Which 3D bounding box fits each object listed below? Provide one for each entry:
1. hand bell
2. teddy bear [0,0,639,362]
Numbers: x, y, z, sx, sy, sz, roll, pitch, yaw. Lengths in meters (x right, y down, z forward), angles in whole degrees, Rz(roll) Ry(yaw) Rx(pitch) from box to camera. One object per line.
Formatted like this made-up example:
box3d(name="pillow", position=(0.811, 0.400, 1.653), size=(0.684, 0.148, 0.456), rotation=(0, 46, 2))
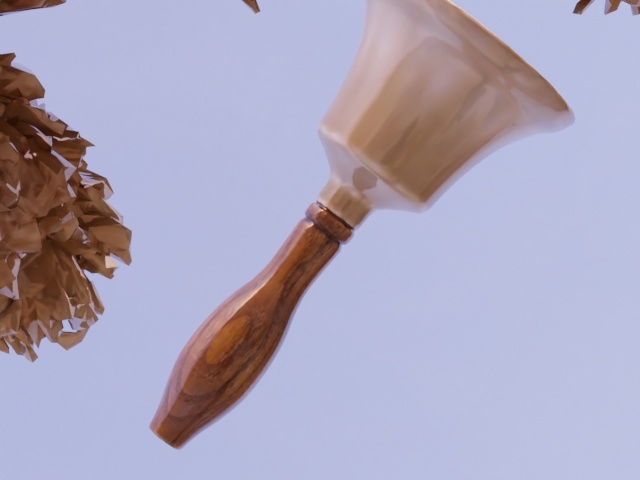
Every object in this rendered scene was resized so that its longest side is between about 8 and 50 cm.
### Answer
box3d(name="hand bell", position=(0.000, 0.000, 0.842), size=(0.126, 0.126, 0.242), rotation=(37, -90, -31))
box3d(name="teddy bear", position=(-0.063, -0.102, 0.310), size=(0.338, 0.113, 0.245), rotation=(-25, -60, 11))
